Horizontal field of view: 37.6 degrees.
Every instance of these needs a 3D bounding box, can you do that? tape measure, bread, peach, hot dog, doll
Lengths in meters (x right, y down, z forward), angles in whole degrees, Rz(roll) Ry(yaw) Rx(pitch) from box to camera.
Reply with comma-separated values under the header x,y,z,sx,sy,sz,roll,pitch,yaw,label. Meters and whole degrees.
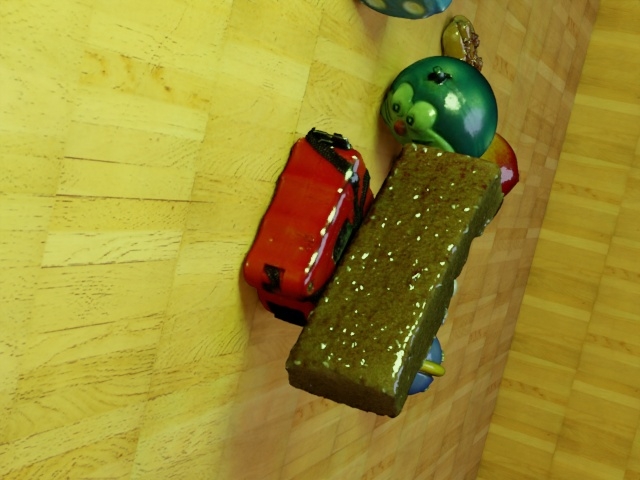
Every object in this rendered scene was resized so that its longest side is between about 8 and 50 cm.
x,y,z,sx,sy,sz,roll,pitch,yaw,label
0.000,0.001,1.385,0.253,0.114,0.260,-67,157,-17,tape measure
0.113,0.047,1.324,0.417,0.165,0.113,-59,152,-30,bread
0.310,-0.145,1.924,0.197,0.197,0.197,-48,146,-48,peach
0.292,-0.339,1.907,0.249,0.076,0.102,82,29,-44,hot dog
0.171,0.191,1.923,0.311,0.159,0.243,122,-28,-85,doll
0.211,-0.199,1.650,0.186,0.198,0.322,-37,157,-10,doll

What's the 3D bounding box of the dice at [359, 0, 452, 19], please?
x,y,z,sx,sy,sz,roll,pitch,yaw,label
0.126,-0.414,1.366,0.146,0.146,0.143,55,52,-62,dice
